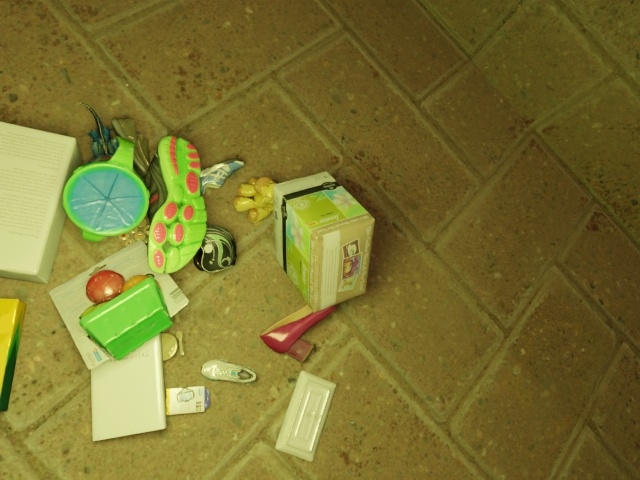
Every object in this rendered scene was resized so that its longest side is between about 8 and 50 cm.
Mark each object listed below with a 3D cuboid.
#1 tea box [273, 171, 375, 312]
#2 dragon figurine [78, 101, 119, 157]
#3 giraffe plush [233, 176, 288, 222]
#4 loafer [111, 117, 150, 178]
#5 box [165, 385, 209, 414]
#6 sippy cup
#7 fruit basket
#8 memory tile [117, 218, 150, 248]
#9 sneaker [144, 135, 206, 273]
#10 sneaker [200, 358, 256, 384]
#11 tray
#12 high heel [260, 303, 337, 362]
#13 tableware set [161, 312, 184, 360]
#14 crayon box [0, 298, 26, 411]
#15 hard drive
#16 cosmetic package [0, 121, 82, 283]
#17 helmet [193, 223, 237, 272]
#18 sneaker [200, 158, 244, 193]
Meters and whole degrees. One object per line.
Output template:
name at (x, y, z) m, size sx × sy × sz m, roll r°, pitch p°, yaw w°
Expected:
tea box at (0.000, 0.000, 1.540) m, size 0.219 × 0.329 × 0.323 m, roll -18°, pitch 43°, yaw -23°
dragon figurine at (-0.727, -0.313, 1.519) m, size 0.085 × 0.290 × 0.144 m, roll -16°, pitch 41°, yaw -25°
giraffe plush at (-0.202, -0.165, 1.670) m, size 0.210 × 0.170 × 0.182 m, roll 23°, pitch 67°, yaw -11°
loafer at (-0.653, -0.336, 1.608) m, size 0.087 × 0.094 × 0.251 m, roll -29°, pitch 87°, yaw -24°
box at (-0.430, 0.516, 1.457) m, size 0.136 × 0.028 × 0.081 m, roll 3°, pitch 73°, yaw -21°
sippy cup at (-0.671, -0.163, 1.419) m, size 0.305 × 0.224 × 0.240 m, roll -32°, pitch 124°, yaw -7°
fruit basket at (-0.628, 0.184, 1.406) m, size 0.326 × 0.166 × 0.353 m, roll -35°, pitch 50°, yaw -23°
memory tile at (-0.615, 0.000, 1.562) m, size 0.148 × 0.012 × 0.113 m, roll 48°, pitch 65°, yaw 0°
sneaker at (-0.496, -0.109, 1.501) m, size 0.185 × 0.202 × 0.484 m, roll 17°, pitch 59°, yaw -35°
sneaker at (-0.300, 0.435, 1.497) m, size 0.190 × 0.083 × 0.072 m, roll 11°, pitch 72°, yaw -14°
tray at (-0.044, 0.606, 1.562) m, size 0.145 × 0.030 × 0.271 m, roll 25°, pitch 67°, yaw -11°
high heel at (-0.055, 0.234, 1.615) m, size 0.181 × 0.127 × 0.378 m, roll 34°, pitch 69°, yaw -18°
tableware set at (-0.520, 0.299, 1.487) m, size 0.128 × 0.039 × 0.195 m, roll -11°, pitch 71°, yaw -7°
crayon box at (-1.063, 0.316, 1.255) m, size 0.362 × 0.106 × 0.314 m, roll 5°, pitch 71°, yaw -18°
hard drive at (-0.596, 0.430, 1.395) m, size 0.209 × 0.040 × 0.319 m, roll -7°, pitch 75°, yaw -7°
cosmetic package at (-0.927, -0.114, 1.406) m, size 0.229 × 0.161 × 0.454 m, roll 11°, pitch 70°, yaw -16°
helmet at (-0.377, 0.023, 1.557) m, size 0.169 × 0.169 × 0.162 m, roll -14°, pitch 95°, yaw -23°
sneaker at (-0.380, -0.244, 1.692) m, size 0.211 × 0.080 × 0.081 m, roll -27°, pitch 90°, yaw -15°
